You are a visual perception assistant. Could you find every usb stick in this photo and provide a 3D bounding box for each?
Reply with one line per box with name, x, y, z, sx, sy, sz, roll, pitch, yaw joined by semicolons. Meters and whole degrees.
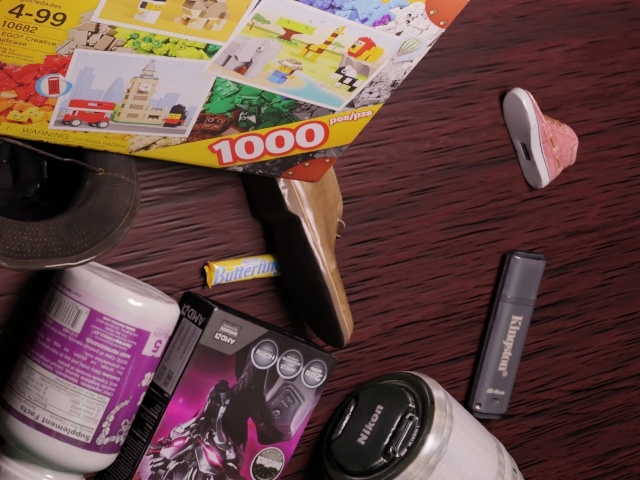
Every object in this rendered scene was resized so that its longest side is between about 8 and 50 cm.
usb stick;0.292;0.147;2.223;0.077;0.045;0.278;7;101;-34

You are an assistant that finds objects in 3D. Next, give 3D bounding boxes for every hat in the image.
hat;-0.371;-0.078;1.653;0.331;0.331;0.134;5;144;-33

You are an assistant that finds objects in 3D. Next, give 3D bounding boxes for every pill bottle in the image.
pill bottle;-0.309;0.187;1.786;0.169;0.169;0.301;23;93;-35

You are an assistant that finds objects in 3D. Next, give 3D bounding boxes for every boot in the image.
boot;0.000;0.000;1.949;0.115;0.112;0.305;-30;108;-34

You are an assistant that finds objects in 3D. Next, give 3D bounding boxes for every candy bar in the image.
candy bar;-0.091;0.039;1.968;0.161;0.018;0.040;-8;109;-31

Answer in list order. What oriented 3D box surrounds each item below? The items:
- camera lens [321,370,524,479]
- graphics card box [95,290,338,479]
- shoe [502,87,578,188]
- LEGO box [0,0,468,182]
camera lens;0.152;0.341;2.092;0.219;0.219;0.274;-51;124;-8
graphics card box;-0.156;0.279;1.959;0.233;0.094;0.371;26;89;-35
shoe;0.335;-0.169;2.144;0.081;0.063;0.178;-35;126;-20
LEGO box;-0.146;-0.274;1.602;0.500;0.193;0.372;7;143;-30
